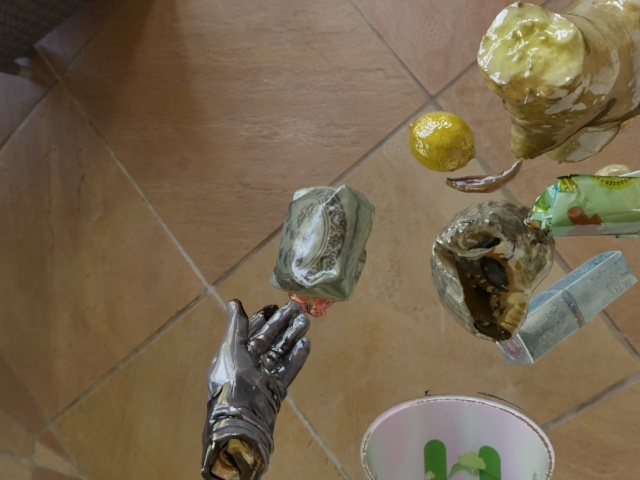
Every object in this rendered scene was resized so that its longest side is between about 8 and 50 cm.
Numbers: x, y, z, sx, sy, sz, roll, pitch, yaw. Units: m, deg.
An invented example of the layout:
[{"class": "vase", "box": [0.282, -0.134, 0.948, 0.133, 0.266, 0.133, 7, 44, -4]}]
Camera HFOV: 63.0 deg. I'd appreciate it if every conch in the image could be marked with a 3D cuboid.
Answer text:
[{"class": "conch", "box": [0.181, 0.031, 0.555, 0.130, 0.207, 0.155, -26, 73, 28]}]

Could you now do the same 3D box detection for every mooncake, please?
[{"class": "mooncake", "box": [-0.004, -0.002, 1.119, 0.254, 0.136, 0.250, 1, 71, 58]}]

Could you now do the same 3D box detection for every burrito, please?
[{"class": "burrito", "box": [0.347, -0.039, 0.487, 0.288, 0.104, 0.054, 2, 62, 4]}]

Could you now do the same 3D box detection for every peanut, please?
[{"class": "peanut", "box": [0.600, -0.105, 1.152, 0.080, 0.080, 0.174, 50, 130, 6]}]

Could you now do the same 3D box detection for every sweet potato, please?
[{"class": "sweet potato", "box": [0.506, -0.183, 1.606, 0.255, 0.058, 0.078, -10, 90, 45]}]

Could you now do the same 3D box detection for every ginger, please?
[{"class": "ginger", "box": [0.265, -0.180, 0.539, 0.375, 0.236, 0.166, -21, 77, -21]}]

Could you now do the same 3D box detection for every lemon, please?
[{"class": "lemon", "box": [0.385, -0.312, 1.658, 0.256, 0.188, 0.188, 38, 107, 34]}]

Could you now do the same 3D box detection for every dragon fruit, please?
[{"class": "dragon fruit", "box": [-0.018, 0.134, 1.745, 0.224, 0.224, 0.227, 27, 61, 13]}]

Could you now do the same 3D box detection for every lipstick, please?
[{"class": "lipstick", "box": [0.427, 0.110, 0.904, 0.289, 0.077, 0.076, -29, 86, -22]}]

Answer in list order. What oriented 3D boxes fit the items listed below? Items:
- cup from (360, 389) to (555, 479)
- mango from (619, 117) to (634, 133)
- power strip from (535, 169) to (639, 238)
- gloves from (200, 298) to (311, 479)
[{"class": "cup", "box": [0.195, 0.396, 0.737, 0.253, 0.253, 0.274, -3, 105, 18]}, {"class": "mango", "box": [0.761, -0.323, 1.443, 0.190, 0.098, 0.075, -6, 120, 29]}, {"class": "power strip", "box": [0.567, -0.080, 0.928, 0.385, 0.062, 0.091, -14, 92, 37]}, {"class": "gloves", "box": [-0.090, 0.171, 0.665, 0.119, 0.285, 0.142, -27, 111, 28]}]
